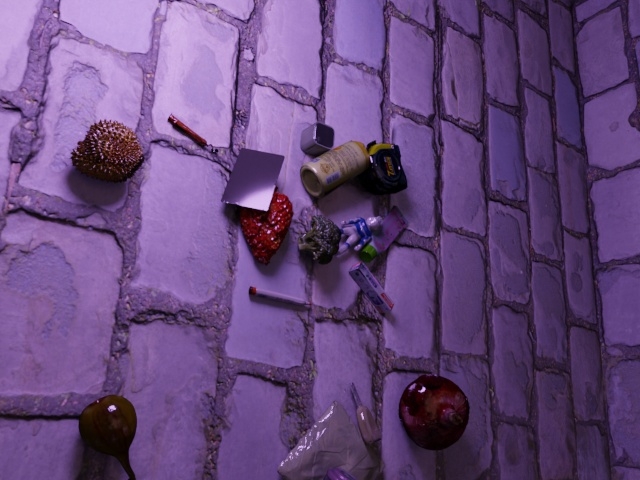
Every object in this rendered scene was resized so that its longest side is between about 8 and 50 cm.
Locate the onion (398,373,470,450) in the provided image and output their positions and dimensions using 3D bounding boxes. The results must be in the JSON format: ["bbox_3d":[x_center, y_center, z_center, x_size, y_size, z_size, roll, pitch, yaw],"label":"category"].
[{"bbox_3d":[0.385,0.561,1.766,0.252,0.219,0.252,5,78,-26],"label":"onion"}]

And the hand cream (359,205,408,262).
[{"bbox_3d":[0.225,-0.023,1.906,0.275,0.050,0.079,-46,132,-40],"label":"hand cream"}]

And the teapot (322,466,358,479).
[{"bbox_3d":[0.045,0.713,1.491,0.116,0.148,0.146,30,82,20],"label":"teapot"}]

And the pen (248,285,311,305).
[{"bbox_3d":[-0.116,0.170,1.617,0.218,0.026,0.026,17,69,-32],"label":"pen"}]

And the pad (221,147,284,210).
[{"bbox_3d":[-0.196,-0.183,1.590,0.143,0.003,0.211,12,59,5],"label":"pad"}]

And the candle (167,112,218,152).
[{"bbox_3d":[-0.365,-0.302,1.553,0.167,0.021,0.026,37,40,-23],"label":"candle"}]

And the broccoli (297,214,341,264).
[{"bbox_3d":[0.000,0.000,1.675,0.145,0.138,0.162,66,8,-45],"label":"broccoli"}]

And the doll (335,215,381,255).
[{"bbox_3d":[0.125,-0.027,1.823,0.227,0.057,0.114,-24,87,-28],"label":"doll"}]

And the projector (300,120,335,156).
[{"bbox_3d":[-0.010,-0.333,1.779,0.083,0.082,0.083,16,70,-32],"label":"projector"}]

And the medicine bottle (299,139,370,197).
[{"bbox_3d":[0.054,-0.240,1.765,0.239,0.124,0.124,-32,98,-29],"label":"medicine bottle"}]

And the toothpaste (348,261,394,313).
[{"bbox_3d":[0.172,0.160,1.819,0.196,0.047,0.040,52,41,-14],"label":"toothpaste"}]

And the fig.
[{"bbox_3d":[-0.470,0.473,1.244,0.124,0.124,0.236,-22,105,-37],"label":"fig"}]

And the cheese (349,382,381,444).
[{"bbox_3d":[0.132,0.533,1.673,0.097,0.037,0.192,34,32,-63],"label":"cheese"}]

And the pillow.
[{"bbox_3d":[0.044,0.664,1.582,0.274,0.076,0.280,-42,104,-33],"label":"pillow"}]

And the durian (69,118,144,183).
[{"bbox_3d":[-0.526,-0.223,1.351,0.168,0.137,0.158,18,89,-23],"label":"durian"}]

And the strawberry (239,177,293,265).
[{"bbox_3d":[-0.164,-0.055,1.590,0.174,0.098,0.228,28,62,-26],"label":"strawberry"}]

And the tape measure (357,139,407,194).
[{"bbox_3d":[0.207,-0.253,1.903,0.186,0.112,0.199,-5,76,-44],"label":"tape measure"}]
